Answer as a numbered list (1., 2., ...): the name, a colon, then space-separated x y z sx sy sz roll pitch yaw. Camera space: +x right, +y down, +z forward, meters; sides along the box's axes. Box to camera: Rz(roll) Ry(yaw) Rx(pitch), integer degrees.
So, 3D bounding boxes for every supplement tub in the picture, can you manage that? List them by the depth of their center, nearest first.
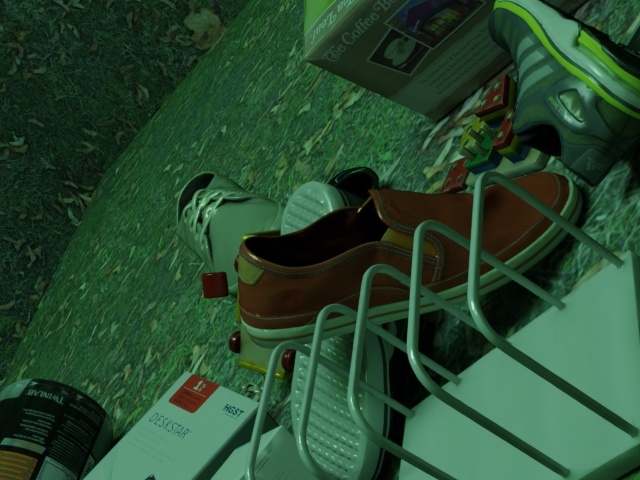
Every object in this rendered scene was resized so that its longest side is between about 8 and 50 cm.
1. supplement tub: -0.470 0.403 1.789 0.207 0.207 0.338 -40 23 41

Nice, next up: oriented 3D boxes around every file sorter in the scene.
1. file sorter: 0.096 0.110 0.881 0.277 0.173 0.193 -42 23 35

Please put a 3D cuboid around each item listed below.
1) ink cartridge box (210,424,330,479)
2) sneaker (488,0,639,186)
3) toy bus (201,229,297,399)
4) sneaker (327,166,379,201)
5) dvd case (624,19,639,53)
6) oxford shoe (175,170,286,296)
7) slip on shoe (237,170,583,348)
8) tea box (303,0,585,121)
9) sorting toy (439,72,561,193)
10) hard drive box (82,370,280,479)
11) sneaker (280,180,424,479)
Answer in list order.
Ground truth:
1. ink cartridge box: -0.032 0.257 1.031 0.092 0.143 0.090 -35 10 48
2. sneaker: 0.214 -0.149 1.062 0.121 0.111 0.300 -61 19 16
3. toy bus: -0.039 0.084 1.383 0.104 0.191 0.202 -9 -27 -50
4. sneaker: 0.000 0.000 1.467 0.232 0.081 0.090 -62 11 -20
5. dvd case: 0.373 -0.247 1.013 0.239 0.029 0.179 -57 17 -3
6. oxford shoe: -0.153 -0.022 1.836 0.169 0.130 0.449 -54 19 0
7. slip on shoe: 0.079 -0.001 1.028 0.331 0.101 0.123 -18 26 -3
8. tea box: 0.155 -0.385 1.397 0.329 0.220 0.324 -37 40 45
9. sorting toy: 0.203 -0.129 1.223 0.132 0.046 0.274 -62 18 -18
10. hard drive box: -0.163 0.272 1.261 0.232 0.089 0.181 -47 28 -21
11. sneaker: 0.046 0.097 1.143 0.126 0.127 0.321 -27 58 43
